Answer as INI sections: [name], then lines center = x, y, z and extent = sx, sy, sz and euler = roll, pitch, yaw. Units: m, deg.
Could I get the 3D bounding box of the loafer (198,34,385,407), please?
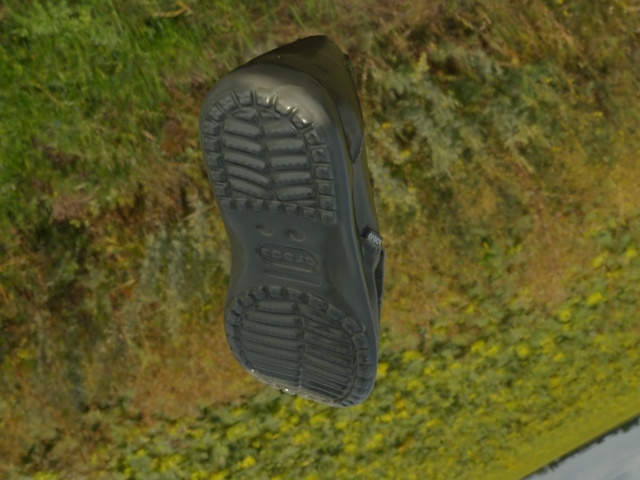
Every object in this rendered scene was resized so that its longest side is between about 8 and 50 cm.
[loafer]
center = 0.000, 0.000, 0.457
extent = 0.251, 0.094, 0.087
euler = 89, 22, -47
